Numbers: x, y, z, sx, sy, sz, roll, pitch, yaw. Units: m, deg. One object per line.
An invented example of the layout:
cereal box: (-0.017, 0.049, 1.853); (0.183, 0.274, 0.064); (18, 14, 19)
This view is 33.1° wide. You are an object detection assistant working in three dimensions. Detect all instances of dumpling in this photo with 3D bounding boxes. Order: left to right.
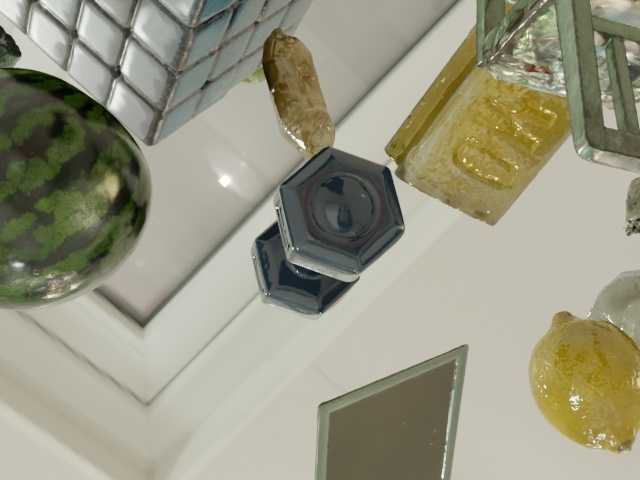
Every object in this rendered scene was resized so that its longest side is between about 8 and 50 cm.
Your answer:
dumpling: (0.609, 0.159, 1.924); (0.163, 0.292, 0.204); (-12, -138, -26)

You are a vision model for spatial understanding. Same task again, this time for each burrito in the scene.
burrito: (0.482, -0.056, 1.621); (0.042, 0.051, 0.171); (41, -148, -7)

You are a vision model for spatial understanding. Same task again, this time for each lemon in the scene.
lemon: (0.426, 0.225, 1.709); (0.244, 0.187, 0.187); (66, -166, 18)

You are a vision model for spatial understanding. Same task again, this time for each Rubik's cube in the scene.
Rubik's cube: (-0.204, -0.400, 1.465); (0.344, 0.337, 0.344); (42, 143, 7)

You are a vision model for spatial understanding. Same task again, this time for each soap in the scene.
soap: (0.221, -0.165, 1.296); (0.173, 0.274, 0.089); (24, -155, -26)

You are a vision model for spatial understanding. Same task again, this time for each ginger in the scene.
ginger: (-0.030, -0.186, 1.422); (0.095, 0.069, 0.190); (115, 139, -83)

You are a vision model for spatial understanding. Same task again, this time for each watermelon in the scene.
watermelon: (-0.347, -0.059, 1.246); (0.285, 0.285, 0.285); (44, -172, -7)

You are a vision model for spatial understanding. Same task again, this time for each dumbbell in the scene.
dumbbell: (-0.001, 0.000, 1.374); (0.143, 0.156, 0.316); (47, 162, 4)

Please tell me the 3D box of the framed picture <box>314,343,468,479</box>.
framed picture: (0.082, 0.280, 1.378); (0.232, 0.296, 0.019); (-18, -142, -30)

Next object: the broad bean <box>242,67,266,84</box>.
broad bean: (-0.146, -0.331, 1.752); (0.174, 0.124, 0.082); (36, 149, -12)

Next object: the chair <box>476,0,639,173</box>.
chair: (0.201, -0.138, 0.772); (0.136, 0.270, 0.147); (9, 155, -16)

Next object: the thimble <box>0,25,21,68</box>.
thimble: (-0.455, -0.249, 1.373); (0.135, 0.090, 0.118); (44, -171, 22)
